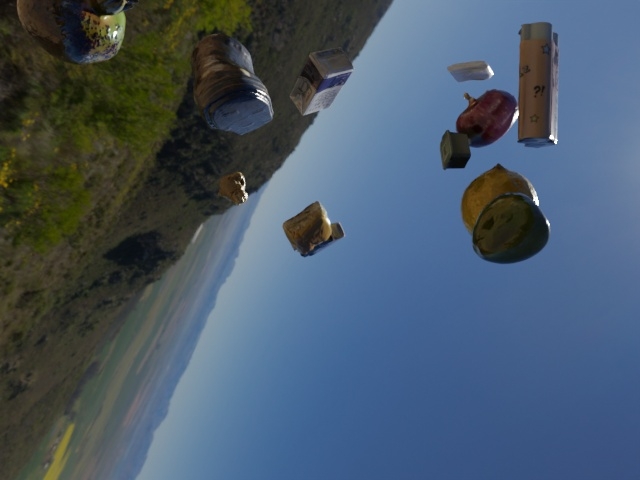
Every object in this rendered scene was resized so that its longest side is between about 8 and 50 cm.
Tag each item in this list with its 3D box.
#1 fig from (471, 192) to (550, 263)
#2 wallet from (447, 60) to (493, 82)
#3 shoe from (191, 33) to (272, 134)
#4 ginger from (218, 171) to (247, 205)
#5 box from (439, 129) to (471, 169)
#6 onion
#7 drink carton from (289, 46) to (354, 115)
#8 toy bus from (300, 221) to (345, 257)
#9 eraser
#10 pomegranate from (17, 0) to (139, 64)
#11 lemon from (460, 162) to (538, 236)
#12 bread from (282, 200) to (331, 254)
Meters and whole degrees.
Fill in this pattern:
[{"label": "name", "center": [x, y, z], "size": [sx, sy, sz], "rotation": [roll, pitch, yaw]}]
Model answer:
[{"label": "fig", "center": [0.494, -0.024, 1.132], "size": [0.191, 0.181, 0.181], "rotation": [-37, -171, -4]}, {"label": "wallet", "center": [0.486, -0.542, 1.377], "size": [0.183, 0.124, 0.031], "rotation": [-17, 109, -61]}, {"label": "shoe", "center": [-0.242, -0.413, 1.098], "size": [0.171, 0.237, 0.384], "rotation": [-27, -173, 7]}, {"label": "ginger", "center": [-0.258, -0.162, 1.307], "size": [0.165, 0.067, 0.096], "rotation": [28, -92, 48]}, {"label": "box", "center": [0.429, -0.287, 1.358], "size": [0.084, 0.069, 0.122], "rotation": [95, -3, -60]}, {"label": "onion", "center": [0.558, -0.404, 1.455], "size": [0.207, 0.201, 0.200], "rotation": [16, -100, 50]}, {"label": "drink carton", "center": [0.001, -0.552, 1.497], "size": [0.134, 0.101, 0.222], "rotation": [-29, 171, -32]}, {"label": "toy bus", "center": [0.000, 0.000, 1.232], "size": [0.172, 0.072, 0.057], "rotation": [-33, -103, 57]}, {"label": "eraser", "center": [0.577, -0.403, 1.131], "size": [0.087, 0.171, 0.290], "rotation": [2, -87, 38]}, {"label": "pomegranate", "center": [-0.673, -0.658, 1.218], "size": [0.341, 0.285, 0.284], "rotation": [-5, -130, 30]}, {"label": "lemon", "center": [0.561, -0.097, 1.350], "size": [0.228, 0.229, 0.253], "rotation": [143, -41, -70]}, {"label": "bread", "center": [-0.029, -0.028, 1.095], "size": [0.125, 0.082, 0.106], "rotation": [-34, 155, -3]}]
